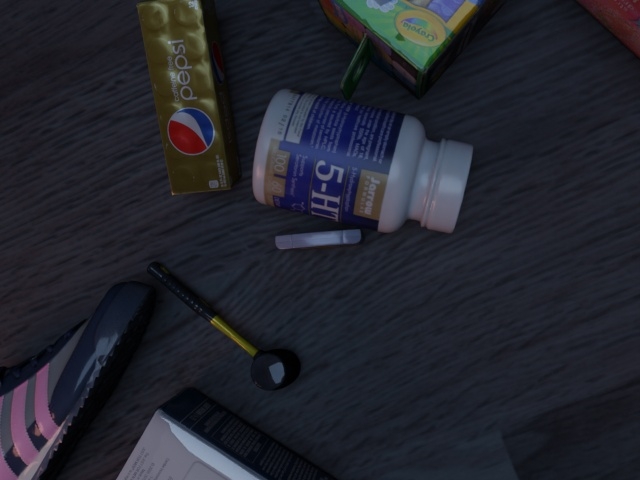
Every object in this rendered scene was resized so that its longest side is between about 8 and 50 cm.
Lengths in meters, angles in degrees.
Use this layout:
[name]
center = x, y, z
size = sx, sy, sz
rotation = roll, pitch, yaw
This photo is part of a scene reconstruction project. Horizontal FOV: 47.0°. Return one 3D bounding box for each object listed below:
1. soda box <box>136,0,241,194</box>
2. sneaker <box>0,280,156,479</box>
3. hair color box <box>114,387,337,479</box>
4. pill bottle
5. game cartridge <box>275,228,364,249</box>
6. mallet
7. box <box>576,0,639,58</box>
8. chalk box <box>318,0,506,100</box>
[soda box]
center = -0.123, -0.139, 0.706
size = 0.061, 0.058, 0.181
rotation = -5, 106, 8
[sneaker]
center = -0.290, 0.153, 0.729
size = 0.131, 0.112, 0.319
rotation = 35, 94, 2
[hair color box]
center = -0.039, 0.311, 0.704
size = 0.347, 0.105, 0.174
rotation = 32, 95, 6
[pill bottle]
center = 0.040, -0.068, 0.683
size = 0.186, 0.112, 0.112
rotation = 13, 93, 7
[game cartridge]
center = 0.000, 0.000, 0.718
size = 0.083, 0.056, 0.017
rotation = -5, 83, 8
[mallet]
center = -0.102, 0.083, 0.729
size = 0.189, 0.062, 0.039
rotation = 37, 94, 5
[box]
center = 0.375, -0.192, 0.624
size = 0.300, 0.142, 0.154
rotation = 43, 95, 5
[chalk box]
center = 0.081, -0.222, 0.665
size = 0.132, 0.132, 0.213
rotation = 42, 94, 4
